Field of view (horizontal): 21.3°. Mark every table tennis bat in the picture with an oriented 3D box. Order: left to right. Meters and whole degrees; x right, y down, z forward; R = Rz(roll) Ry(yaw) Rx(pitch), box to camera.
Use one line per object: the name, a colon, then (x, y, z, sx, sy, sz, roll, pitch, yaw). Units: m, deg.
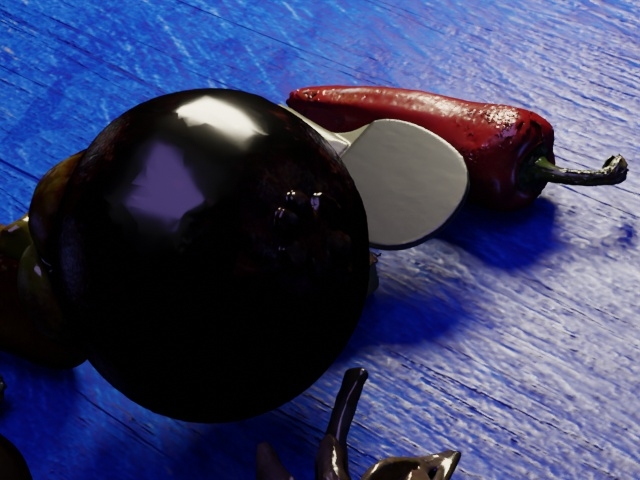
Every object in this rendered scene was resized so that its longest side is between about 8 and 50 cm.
table tennis bat: (0.036, -0.073, 1.663, 0.246, 0.022, 0.138, 31, 69, 35)

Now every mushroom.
mushroom: (-0.269, 0.026, 1.726, 0.227, 0.148, 0.217, 23, 36, 26)

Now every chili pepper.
chili pepper: (0.123, -0.101, 1.719, 0.387, 0.110, 0.110, 18, 52, 36)

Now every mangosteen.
mangosteen: (-0.108, 0.026, 1.488, 0.313, 0.297, 0.297, -46, 25, 36)

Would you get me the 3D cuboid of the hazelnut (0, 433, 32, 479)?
hazelnut: (-0.355, 0.239, 1.468, 0.208, 0.208, 0.208, -10, 41, 9)

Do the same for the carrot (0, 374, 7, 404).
carrot: (-0.420, 0.182, 1.649, 0.254, 0.049, 0.049, -20, 40, 4)

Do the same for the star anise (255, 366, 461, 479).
star anise: (0.004, 0.259, 1.357, 0.292, 0.109, 0.349, -10, 48, -24)

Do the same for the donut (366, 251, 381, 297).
donut: (-0.011, 0.004, 1.676, 0.146, 0.078, 0.181, -13, 47, 7)
